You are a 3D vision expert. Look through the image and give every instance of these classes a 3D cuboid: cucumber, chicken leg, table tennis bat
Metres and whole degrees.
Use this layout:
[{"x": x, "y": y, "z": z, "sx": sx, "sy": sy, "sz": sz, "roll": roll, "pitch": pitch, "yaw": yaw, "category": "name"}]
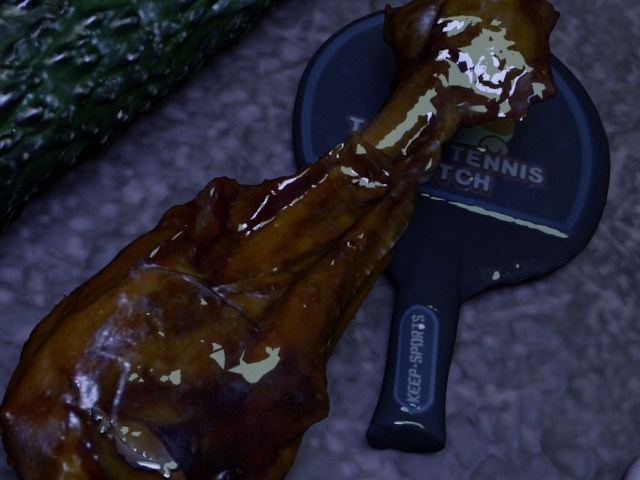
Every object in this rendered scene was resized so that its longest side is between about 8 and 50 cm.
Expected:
[{"x": -0.069, "y": -0.117, "z": 0.713, "sx": 0.096, "sy": 0.096, "sz": 0.359, "roll": 39, "pitch": 57, "yaw": 9, "category": "cucumber"}, {"x": 0.000, "y": 0.000, "z": 0.651, "sx": 0.113, "sy": 0.093, "sz": 0.304, "roll": 29, "pitch": 60, "yaw": 31, "category": "chicken leg"}, {"x": 0.054, "y": -0.013, "z": 0.731, "sx": 0.150, "sy": 0.027, "sz": 0.236, "roll": 15, "pitch": 55, "yaw": -5, "category": "table tennis bat"}]

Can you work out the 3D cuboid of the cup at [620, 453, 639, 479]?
[{"x": 0.180, "y": 0.149, "z": 0.590, "sx": 0.200, "sy": 0.192, "sz": 0.253, "roll": -1, "pitch": 31, "yaw": -13, "category": "cup"}]
